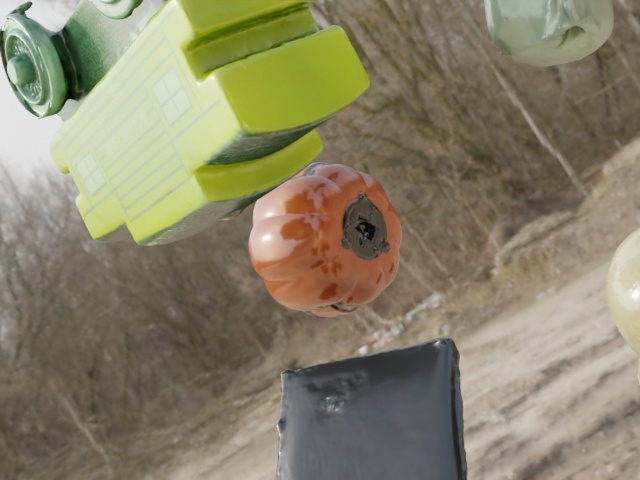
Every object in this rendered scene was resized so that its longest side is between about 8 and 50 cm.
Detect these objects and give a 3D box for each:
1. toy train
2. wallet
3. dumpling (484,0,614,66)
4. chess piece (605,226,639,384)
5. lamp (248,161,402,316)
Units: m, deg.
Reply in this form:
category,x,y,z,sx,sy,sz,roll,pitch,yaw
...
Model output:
category,x,y,z,sx,sy,sz,roll,pitch,yaw
toy train,-0.136,-0.144,0.854,0.179,0.272,0.442,-27,2,-33
wallet,0.033,0.193,0.641,0.146,0.030,0.285,-13,46,15
dumpling,0.183,-0.218,0.819,0.108,0.152,0.219,-36,2,8
chess piece,0.291,0.099,0.629,0.167,0.167,0.299,-32,40,20
lamp,0.000,0.000,1.147,0.188,0.187,0.164,-29,12,-41
